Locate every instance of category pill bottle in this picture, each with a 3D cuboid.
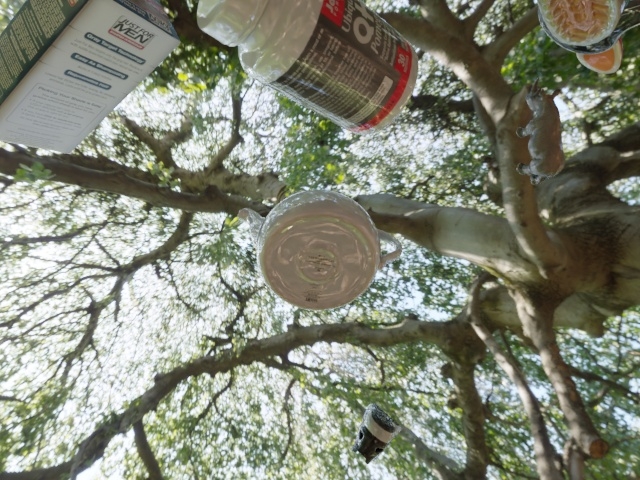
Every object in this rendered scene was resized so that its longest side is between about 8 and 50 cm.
[{"bbox_3d":[-0.012,-0.298,0.625,0.318,0.176,0.177,16,-93,-39],"label":"pill bottle"}]

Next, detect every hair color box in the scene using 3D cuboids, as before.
[{"bbox_3d":[-0.437,-0.306,0.722,0.347,0.173,0.105,-32,-101,20],"label":"hair color box"}]

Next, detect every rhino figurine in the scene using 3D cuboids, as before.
[{"bbox_3d":[0.517,-0.257,0.963,0.072,0.106,0.244,-3,-90,-9],"label":"rhino figurine"}]

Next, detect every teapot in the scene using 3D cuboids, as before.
[{"bbox_3d":[0.000,0.000,0.821,0.252,0.187,0.256,-32,-66,15],"label":"teapot"}]

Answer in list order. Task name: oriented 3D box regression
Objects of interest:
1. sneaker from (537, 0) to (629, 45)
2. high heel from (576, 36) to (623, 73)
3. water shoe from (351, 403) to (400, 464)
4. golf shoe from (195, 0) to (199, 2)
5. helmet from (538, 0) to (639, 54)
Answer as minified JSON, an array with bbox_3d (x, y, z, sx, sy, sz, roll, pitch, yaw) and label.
[{"bbox_3d":[0.272,-0.368,0.432,0.302,0.108,0.121,44,-107,-41],"label":"sneaker"},{"bbox_3d":[0.551,-0.454,0.833,0.244,0.082,0.117,34,-109,-24],"label":"high heel"},{"bbox_3d":[0.096,0.358,0.767,0.072,0.203,0.080,36,-98,24],"label":"water shoe"},{"bbox_3d":[-0.188,-0.471,0.704,0.272,0.105,0.120,33,-59,-1],"label":"golf shoe"},{"bbox_3d":[0.421,-0.375,0.597,0.169,0.161,0.170,0,-97,-4],"label":"helmet"}]
